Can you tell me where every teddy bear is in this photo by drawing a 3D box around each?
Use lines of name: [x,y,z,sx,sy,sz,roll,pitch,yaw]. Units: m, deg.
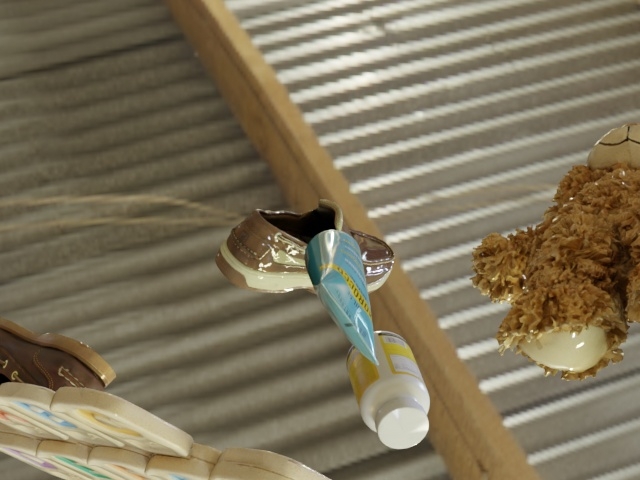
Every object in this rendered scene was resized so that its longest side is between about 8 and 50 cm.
teddy bear: [0.228,-0.008,0.911,0.245,0.113,0.338,-23,-170,41]

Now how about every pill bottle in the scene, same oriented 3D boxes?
pill bottle: [0.102,0.221,1.824,0.103,0.103,0.184,-5,-151,-7]

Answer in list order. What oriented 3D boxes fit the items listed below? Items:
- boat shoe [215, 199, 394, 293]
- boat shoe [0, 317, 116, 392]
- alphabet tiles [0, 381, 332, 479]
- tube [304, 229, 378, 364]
boat shoe: [0.005,0.005,1.389,0.257,0.095,0.095,-2,-141,-50]
boat shoe: [-0.250,0.114,1.044,0.073,0.073,0.207,-54,-153,-21]
alphabet tiles: [-0.074,0.149,0.736,0.284,0.278,0.021,-3,-121,46]
tube: [0.016,0.040,1.043,0.052,0.080,0.207,-38,-167,7]
